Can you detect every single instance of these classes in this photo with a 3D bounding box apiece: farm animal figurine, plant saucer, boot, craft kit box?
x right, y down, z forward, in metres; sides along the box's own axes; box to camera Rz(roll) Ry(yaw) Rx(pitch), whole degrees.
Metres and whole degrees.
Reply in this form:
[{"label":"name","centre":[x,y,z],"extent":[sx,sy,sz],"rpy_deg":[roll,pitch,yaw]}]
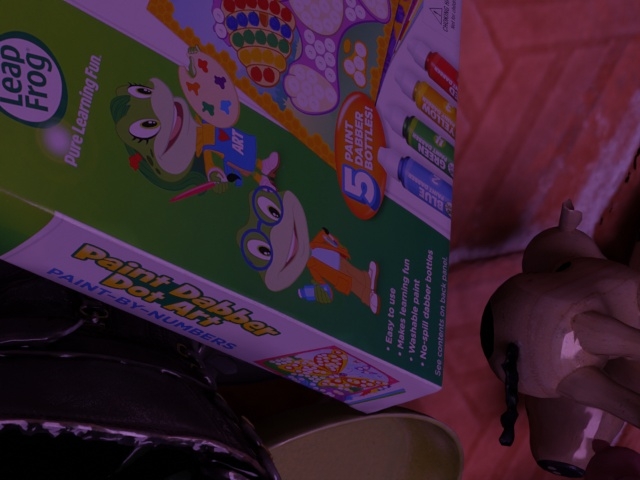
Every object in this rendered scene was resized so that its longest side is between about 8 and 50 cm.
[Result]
[{"label":"farm animal figurine","centre":[0.200,0.071,0.703],"extent":[0.327,0.172,0.330],"rpy_deg":[-49,140,-24]},{"label":"plant saucer","centre":[-0.028,0.169,0.658],"extent":[0.240,0.037,0.241],"rpy_deg":[-22,142,-18]},{"label":"boot","centre":[-0.071,0.067,0.518],"extent":[0.262,0.229,0.091],"rpy_deg":[10,105,-30]},{"label":"craft kit box","centre":[-0.041,-0.082,0.493],"extent":[0.246,0.061,0.250],"rpy_deg":[25,57,-32]}]
